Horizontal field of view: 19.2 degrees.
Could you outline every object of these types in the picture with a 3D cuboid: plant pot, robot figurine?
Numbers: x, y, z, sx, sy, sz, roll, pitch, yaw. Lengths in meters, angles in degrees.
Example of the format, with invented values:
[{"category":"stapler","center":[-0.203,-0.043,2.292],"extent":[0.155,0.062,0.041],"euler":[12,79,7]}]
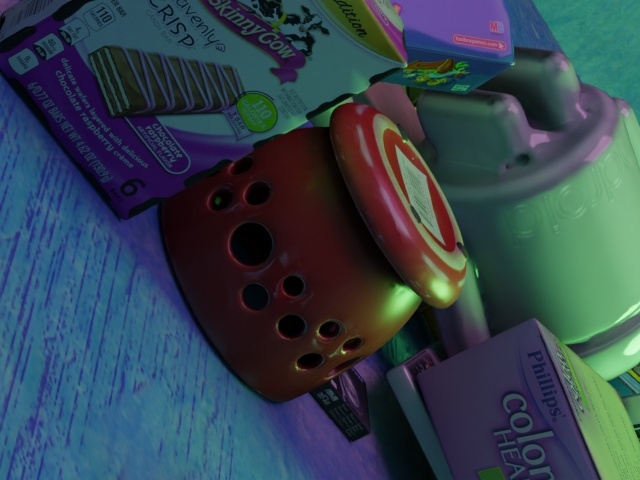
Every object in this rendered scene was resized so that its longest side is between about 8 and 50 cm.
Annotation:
[{"category":"plant pot","center":[0.000,0.000,1.410],"extent":[0.191,0.174,0.191],"euler":[51,20,-26]},{"category":"robot figurine","center":[0.207,-0.006,1.740],"extent":[0.200,0.300,0.353],"euler":[18,-41,50]}]

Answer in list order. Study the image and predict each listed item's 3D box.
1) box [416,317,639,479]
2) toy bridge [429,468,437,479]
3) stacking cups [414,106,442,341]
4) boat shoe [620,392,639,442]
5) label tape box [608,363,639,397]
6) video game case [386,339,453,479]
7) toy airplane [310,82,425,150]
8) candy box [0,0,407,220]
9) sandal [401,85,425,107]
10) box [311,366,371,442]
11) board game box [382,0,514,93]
[{"category":"box","center":[0.207,0.214,1.612],"extent":[0.243,0.117,0.213],"euler":[38,28,-59]},{"category":"toy bridge","center":[0.120,0.222,1.669],"extent":[0.063,0.026,0.188],"euler":[54,18,-25]},{"category":"stacking cups","center":[0.125,0.024,1.881],"extent":[0.316,0.096,0.096],"euler":[64,16,10]},{"category":"boat shoe","center":[0.289,0.224,1.868],"extent":[0.306,0.113,0.105],"euler":[131,-51,-63]},{"category":"label tape box","center":[0.318,0.169,2.072],"extent":[0.240,0.106,0.333],"euler":[42,13,-3]},{"category":"video game case","center":[0.124,0.185,1.653],"extent":[0.190,0.022,0.173],"euler":[64,15,3]},{"category":"toy airplane","center":[-0.025,-0.252,1.669],"extent":[0.384,0.272,0.386],"euler":[-5,96,-52]},{"category":"candy box","center":[-0.080,-0.135,1.270],"extent":[0.159,0.233,0.071],"euler":[53,18,-27]},{"category":"sandal","center":[0.118,-0.091,2.080],"extent":[0.219,0.090,0.060],"euler":[49,4,-32]},{"category":"box","center":[0.010,0.112,1.525],"extent":[0.083,0.018,0.067],"euler":[53,18,-30]},{"category":"board game box","center":[-0.022,-0.255,1.462],"extent":[0.347,0.078,0.233],"euler":[6,73,-26]}]
